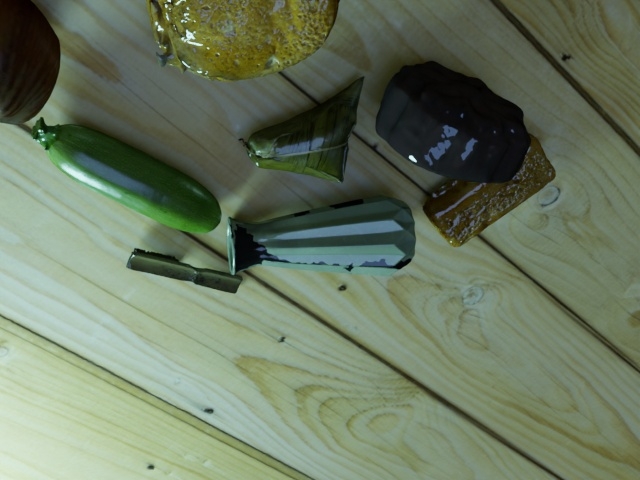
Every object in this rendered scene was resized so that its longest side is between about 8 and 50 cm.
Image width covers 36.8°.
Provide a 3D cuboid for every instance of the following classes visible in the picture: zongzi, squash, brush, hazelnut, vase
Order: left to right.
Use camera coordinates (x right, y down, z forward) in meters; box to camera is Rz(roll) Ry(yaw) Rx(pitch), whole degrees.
[{"bbox_3d":[-0.511,-0.291,1.518,0.186,0.210,0.210,39,109,11],"label":"hazelnut"},{"bbox_3d":[-0.337,-0.111,1.740,0.395,0.107,0.107,28,110,-29],"label":"squash"},{"bbox_3d":[-0.268,0.059,1.914,0.247,0.036,0.043,15,121,-32],"label":"brush"},{"bbox_3d":[-0.031,-0.221,1.773,0.204,0.094,0.205,8,115,-21],"label":"zongzi"},{"bbox_3d":[0.000,0.000,1.892,0.360,0.165,0.165,-4,123,-10],"label":"vase"}]

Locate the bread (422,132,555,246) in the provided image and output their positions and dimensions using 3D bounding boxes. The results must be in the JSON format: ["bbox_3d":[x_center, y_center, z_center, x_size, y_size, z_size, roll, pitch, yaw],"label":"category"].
[{"bbox_3d":[0.341,-0.108,1.968,0.271,0.077,0.139,-37,121,6],"label":"bread"}]

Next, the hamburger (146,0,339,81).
[{"bbox_3d":[-0.136,-0.398,1.579,0.314,0.170,0.290,-18,122,-6],"label":"hamburger"}]

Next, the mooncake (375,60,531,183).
[{"bbox_3d":[0.247,-0.219,1.750,0.282,0.283,0.141,9,121,-22],"label":"mooncake"}]
